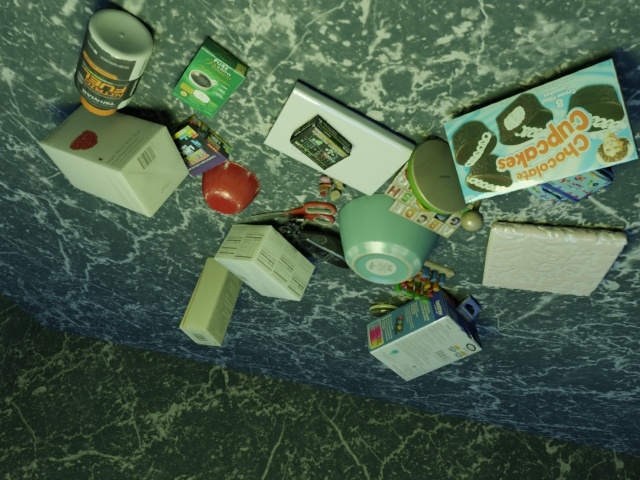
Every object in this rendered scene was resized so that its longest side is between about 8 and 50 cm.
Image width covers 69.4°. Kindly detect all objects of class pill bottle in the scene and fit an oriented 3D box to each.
[{"bbox_3d":[-0.475,-0.385,1.043,0.131,0.130,0.246,29,145,-22],"label":"pill bottle"}]

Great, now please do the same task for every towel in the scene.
[{"bbox_3d":[0.662,0.057,1.360,0.332,0.053,0.316,5,147,15],"label":"towel"}]

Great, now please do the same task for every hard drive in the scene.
[{"bbox_3d":[0.042,-0.241,1.149,0.319,0.040,0.210,24,146,-15],"label":"hard drive"}]

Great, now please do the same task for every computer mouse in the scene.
[{"bbox_3d":[0.000,0.000,1.503,0.272,0.072,0.188,30,161,-12],"label":"computer mouse"}]

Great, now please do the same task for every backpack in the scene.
[{"bbox_3d":[0.532,-0.151,1.032,0.158,0.116,0.173,26,148,-17],"label":"backpack"}]

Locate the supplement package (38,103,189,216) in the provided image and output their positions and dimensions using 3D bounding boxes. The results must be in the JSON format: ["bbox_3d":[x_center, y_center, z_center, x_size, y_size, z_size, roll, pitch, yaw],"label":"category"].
[{"bbox_3d":[-0.538,-0.216,1.219,0.293,0.177,0.175,19,150,21],"label":"supplement package"}]

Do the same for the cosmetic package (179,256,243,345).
[{"bbox_3d":[-0.416,0.236,1.806,0.113,0.309,0.160,2,145,17],"label":"cosmetic package"}]

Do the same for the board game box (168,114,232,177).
[{"bbox_3d":[-0.353,-0.253,1.273,0.171,0.048,0.141,-16,136,39],"label":"board game box"}]

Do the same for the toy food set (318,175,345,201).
[{"bbox_3d":[0.029,-0.155,1.308,0.078,0.019,0.122,21,155,-10],"label":"toy food set"}]

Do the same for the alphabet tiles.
[{"bbox_3d":[0.299,-0.118,1.214,0.238,0.009,0.198,23,129,-15],"label":"alphabet tiles"}]

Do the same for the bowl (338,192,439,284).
[{"bbox_3d":[0.194,0.018,1.377,0.312,0.163,0.311,9,146,6],"label":"bowl"}]

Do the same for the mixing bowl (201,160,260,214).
[{"bbox_3d":[-0.279,-0.142,1.371,0.182,0.098,0.181,11,147,7],"label":"mixing bowl"}]

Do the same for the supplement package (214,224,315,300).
[{"bbox_3d":[-0.188,0.076,1.590,0.204,0.145,0.262,3,148,42],"label":"supplement package"}]

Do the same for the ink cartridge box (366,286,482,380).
[{"bbox_3d":[0.412,0.346,1.730,0.396,0.151,0.270,-31,126,25],"label":"ink cartridge box"}]

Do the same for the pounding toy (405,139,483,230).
[{"bbox_3d":[0.284,-0.126,1.117,0.237,0.182,0.110,24,156,-21],"label":"pounding toy"}]

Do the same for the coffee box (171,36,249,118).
[{"bbox_3d":[-0.257,-0.368,1.067,0.113,0.040,0.184,30,145,-25],"label":"coffee box"}]

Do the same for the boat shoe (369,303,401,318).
[{"bbox_3d":[0.306,0.311,1.861,0.224,0.073,0.080,7,144,6],"label":"boat shoe"}]

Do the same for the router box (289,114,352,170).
[{"bbox_3d":[0.001,-0.231,1.104,0.123,0.038,0.092,35,143,-30],"label":"router box"}]

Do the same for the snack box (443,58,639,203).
[{"bbox_3d":[0.431,-0.205,0.933,0.322,0.186,0.060,-15,-179,37],"label":"snack box"}]

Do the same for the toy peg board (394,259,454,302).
[{"bbox_3d":[0.345,0.142,1.584,0.162,0.079,0.160,21,147,-11],"label":"toy peg board"}]

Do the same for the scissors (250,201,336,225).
[{"bbox_3d":[-0.093,-0.091,1.454,0.298,0.021,0.109,6,149,14],"label":"scissors"}]
